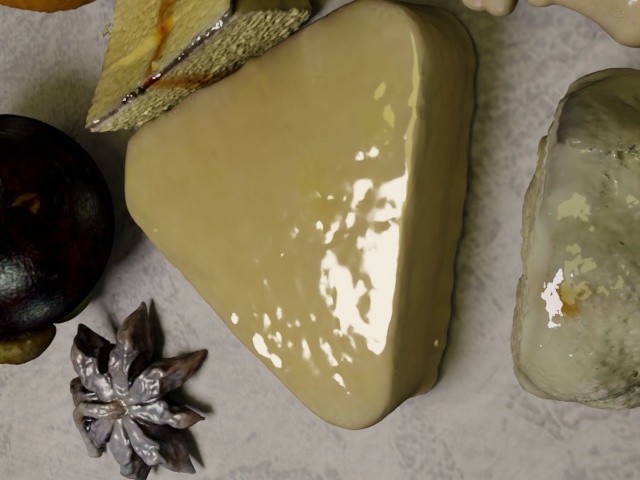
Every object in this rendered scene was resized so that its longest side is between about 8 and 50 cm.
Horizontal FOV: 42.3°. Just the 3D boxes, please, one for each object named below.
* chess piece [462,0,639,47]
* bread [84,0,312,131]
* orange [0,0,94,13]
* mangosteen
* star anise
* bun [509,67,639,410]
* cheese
[{"bbox_3d":[0.138,-0.213,0.607,0.396,0.117,0.117,18,110,13],"label":"chess piece"},{"bbox_3d":[-0.149,-0.235,0.814,0.240,0.135,0.178,-27,84,37],"label":"bread"},{"bbox_3d":[-0.278,-0.364,0.798,0.274,0.274,0.275,8,104,33],"label":"orange"},{"bbox_3d":[-0.365,-0.003,0.935,0.287,0.288,0.288,8,104,33],"label":"mangosteen"},{"bbox_3d":[-0.237,0.202,0.998,0.230,0.081,0.262,49,120,4],"label":"star anise"},{"bbox_3d":[0.209,0.000,0.567,0.141,0.239,0.239,8,105,11],"label":"bun"},{"bbox_3d":[-0.001,0.000,0.778,0.383,0.104,0.384,8,104,33],"label":"cheese"}]
